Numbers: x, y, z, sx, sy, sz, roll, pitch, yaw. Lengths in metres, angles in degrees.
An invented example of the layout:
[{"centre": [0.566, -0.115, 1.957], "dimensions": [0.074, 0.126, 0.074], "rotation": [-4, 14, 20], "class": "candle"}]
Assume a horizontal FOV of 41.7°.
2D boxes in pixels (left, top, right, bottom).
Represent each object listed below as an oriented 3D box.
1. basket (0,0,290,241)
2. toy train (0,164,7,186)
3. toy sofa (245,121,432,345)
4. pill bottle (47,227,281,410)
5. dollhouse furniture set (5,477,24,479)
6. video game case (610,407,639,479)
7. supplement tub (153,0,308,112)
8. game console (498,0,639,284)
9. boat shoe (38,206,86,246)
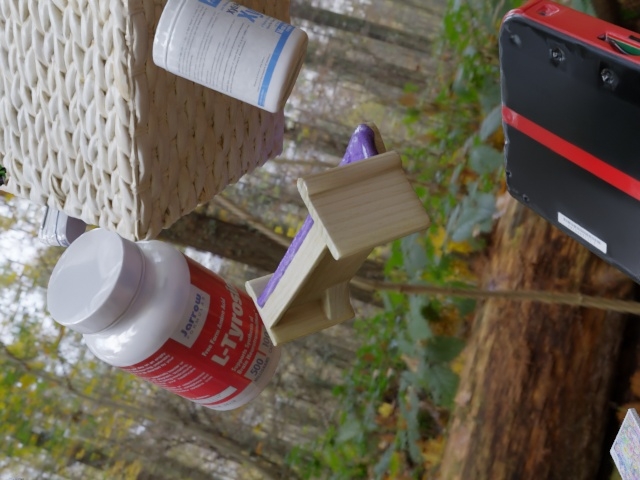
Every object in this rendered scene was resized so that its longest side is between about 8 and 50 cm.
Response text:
[{"centre": [-0.218, -0.227, 0.986], "dimensions": [0.328, 0.267, 0.331], "rotation": [-41, -36, -49], "class": "basket"}, {"centre": [-0.354, -0.058, 0.836], "dimensions": [0.017, 0.083, 0.023], "rotation": [110, 142, -59], "class": "toy train"}, {"centre": [0.000, 0.000, 1.210], "dimensions": [0.150, 0.177, 0.362], "rotation": [-19, -18, -25], "class": "toy sofa"}, {"centre": [-0.269, 0.140, 1.492], "dimensions": [0.408, 0.229, 0.229], "rotation": [38, -114, -47], "class": "pill bottle"}, {"centre": [-0.381, 0.414, 1.163], "dimensions": [0.144, 0.123, 0.151], "rotation": [162, 113, -71], "class": "dollhouse furniture set"}, {"centre": [0.512, 0.347, 1.378], "dimensions": [0.087, 0.011, 0.122], "rotation": [-103, 11, -47], "class": "video game case"}, {"centre": [-0.070, -0.151, 0.664], "dimensions": [0.071, 0.107, 0.071], "rotation": [-158, 90, -90], "class": "supplement tub"}, {"centre": [0.380, -0.132, 1.155], "dimensions": [0.386, 0.060, 0.341], "rotation": [47, 156, 50], "class": "game console"}, {"centre": [-0.502, -0.112, 1.663], "dimensions": [0.095, 0.084, 0.258], "rotation": [59, -144, -61], "class": "boat shoe"}]
